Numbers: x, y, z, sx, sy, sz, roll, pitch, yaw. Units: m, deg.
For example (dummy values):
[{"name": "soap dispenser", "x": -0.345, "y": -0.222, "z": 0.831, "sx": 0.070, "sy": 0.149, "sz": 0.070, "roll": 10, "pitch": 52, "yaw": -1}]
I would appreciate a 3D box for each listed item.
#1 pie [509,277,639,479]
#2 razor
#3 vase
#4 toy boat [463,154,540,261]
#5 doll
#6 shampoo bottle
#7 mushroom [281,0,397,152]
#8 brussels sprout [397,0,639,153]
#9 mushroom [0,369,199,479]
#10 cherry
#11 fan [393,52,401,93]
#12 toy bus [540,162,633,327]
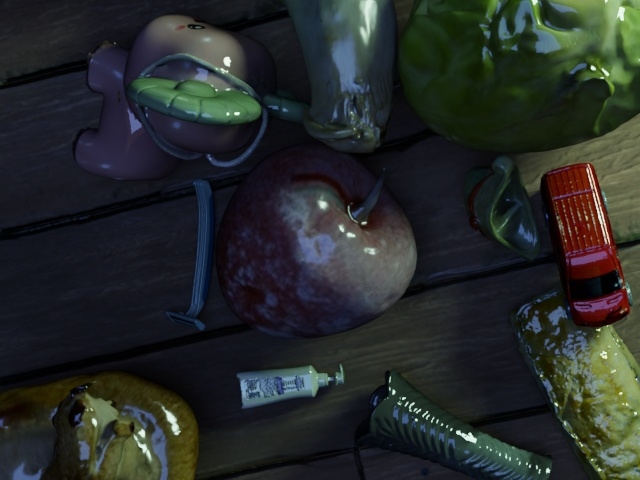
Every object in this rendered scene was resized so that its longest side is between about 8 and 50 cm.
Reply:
[{"name": "pie", "x": 0.340, "y": 0.178, "z": 1.845, "sx": 0.129, "sy": 0.068, "sz": 0.282, "roll": -26, "pitch": 87, "yaw": 4}, {"name": "razor", "x": -0.157, "y": 0.017, "z": 1.899, "sx": 0.068, "sy": 0.037, "sz": 0.191, "roll": 11, "pitch": 95, "yaw": 47}, {"name": "vase", "x": 0.170, "y": 0.259, "z": 1.858, "sx": 0.237, "sy": 0.115, "sz": 0.115, "roll": 26, "pitch": 99, "yaw": -2}, {"name": "toy boat", "x": 0.223, "y": -0.044, "z": 1.810, "sx": 0.071, "sy": 0.185, "sz": 0.089, "roll": 24, "pitch": 63, "yaw": 37}, {"name": "doll", "x": -0.147, "y": -0.157, "z": 1.776, "sx": 0.268, "sy": 0.284, "sz": 0.216, "roll": 18, "pitch": 103, "yaw": 33}, {"name": "shampoo bottle", "x": -0.037, "y": 0.187, "z": 1.905, "sx": 0.141, "sy": 0.034, "sz": 0.049, "roll": -7, "pitch": 89, "yaw": 7}, {"name": "mushroom", "x": -0.003, "y": -0.284, "z": 1.730, "sx": 0.177, "sy": 0.126, "sz": 0.397, "roll": -35, "pitch": 63, "yaw": 14}, {"name": "brussels sprout", "x": 0.234, "y": -0.226, "z": 1.698, "sx": 0.328, "sy": 0.328, "sz": 0.247, "roll": -13, "pitch": 66, "yaw": 8}, {"name": "mushroom", "x": -0.317, "y": 0.310, "z": 1.837, "sx": 0.345, "sy": 0.259, "sz": 0.345, "roll": 1, "pitch": 96, "yaw": 7}, {"name": "cherry", "x": 0.000, "y": 0.000, "z": 1.792, "sx": 0.285, "sy": 0.213, "sz": 0.236, "roll": -46, "pitch": 71, "yaw": 33}, {"name": "fan", "x": 0.074, "y": -0.224, "z": 1.859, "sx": 0.056, "sy": 0.004, "sz": 0.083, "roll": -40, "pitch": 91, "yaw": 10}, {"name": "toy bus", "x": 0.324, "y": 0.007, "z": 1.795, "sx": 0.081, "sy": 0.089, "sz": 0.195, "roll": -13, "pitch": 74, "yaw": 8}]
